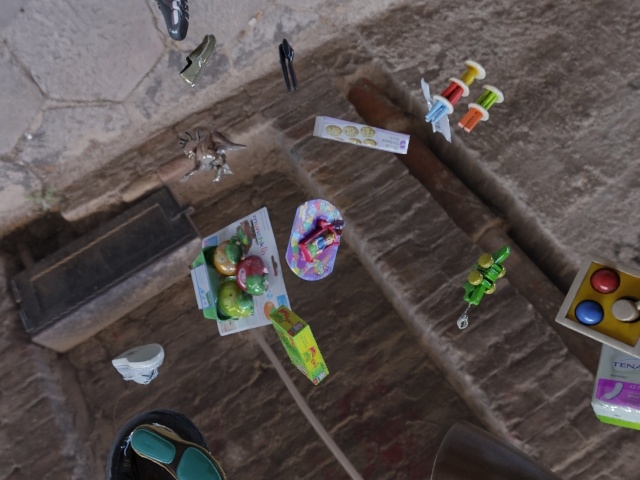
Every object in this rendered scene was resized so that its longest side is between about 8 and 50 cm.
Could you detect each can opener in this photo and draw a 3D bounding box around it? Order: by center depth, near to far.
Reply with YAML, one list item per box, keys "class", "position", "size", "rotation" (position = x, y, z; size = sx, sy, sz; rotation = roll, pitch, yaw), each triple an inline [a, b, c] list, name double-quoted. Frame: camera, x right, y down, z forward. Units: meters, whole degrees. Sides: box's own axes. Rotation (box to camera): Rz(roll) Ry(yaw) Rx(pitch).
- class: "can opener"
  position: [-0.121, -0.629, 1.707]
  size: [0.059, 0.186, 0.073]
  rotation: [-7, -178, 19]

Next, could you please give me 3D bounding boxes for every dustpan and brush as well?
- class: "dustpan and brush"
  position: [0.371, -0.428, 1.537]
  size: [0.060, 0.211, 0.147]
  rotation: [-12, -156, 7]

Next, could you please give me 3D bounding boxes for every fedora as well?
- class: "fedora"
  position: [-0.377, 0.590, 1.200]
  size: [0.334, 0.334, 0.152]
  rotation: [-39, 166, 7]

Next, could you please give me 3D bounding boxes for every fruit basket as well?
- class: "fruit basket"
  position: [-0.244, 0.106, 1.411]
  size: [0.166, 0.326, 0.353]
  rotation: [-7, 171, -42]

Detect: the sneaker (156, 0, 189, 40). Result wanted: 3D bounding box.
- class: "sneaker"
  position: [-0.444, -0.666, 1.248]
  size: [0.163, 0.281, 0.106]
  rotation: [-4, 179, -2]

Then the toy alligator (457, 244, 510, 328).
- class: "toy alligator"
  position: [0.315, 0.087, 0.951]
  size: [0.056, 0.051, 0.189]
  rotation: [32, 90, -29]

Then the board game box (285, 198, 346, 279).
- class: "board game box"
  position: [0.000, 0.000, 0.961]
  size: [0.133, 0.033, 0.168]
  rotation: [18, 83, -42]

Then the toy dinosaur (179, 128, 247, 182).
- class: "toy dinosaur"
  position: [-0.384, -0.312, 1.605]
  size: [0.296, 0.200, 0.127]
  rotation: [-22, 158, 38]

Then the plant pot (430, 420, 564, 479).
- class: "plant pot"
  position: [0.371, 0.501, 0.933]
  size: [0.231, 0.215, 0.215]
  rotation: [4, -169, 42]

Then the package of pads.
- class: "package of pads"
  position: [0.680, 0.243, 0.863]
  size: [0.297, 0.101, 0.229]
  rotation: [-3, -132, 48]

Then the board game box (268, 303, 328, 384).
- class: "board game box"
  position: [-0.046, 0.232, 1.042]
  size: [0.043, 0.092, 0.181]
  rotation: [-38, 134, -21]

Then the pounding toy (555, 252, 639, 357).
- class: "pounding toy"
  position: [0.424, 0.086, 0.648]
  size: [0.100, 0.141, 0.130]
  rotation: [22, 93, -50]

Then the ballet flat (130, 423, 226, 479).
- class: "ballet flat"
  position: [-0.275, 0.436, 0.952]
  size: [0.080, 0.232, 0.073]
  rotation: [-63, 161, -9]

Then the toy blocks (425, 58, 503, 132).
- class: "toy blocks"
  position: [0.299, -0.283, 0.994]
  size: [0.148, 0.123, 0.054]
  rotation: [-48, -158, 0]

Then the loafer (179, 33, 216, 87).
- class: "loafer"
  position: [-0.314, -0.466, 1.206]
  size: [0.050, 0.056, 0.148]
  rotation: [24, 91, -38]

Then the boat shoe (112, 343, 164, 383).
- class: "boat shoe"
  position: [-0.438, 0.310, 1.164]
  size: [0.228, 0.081, 0.079]
  rotation: [-17, -167, 46]

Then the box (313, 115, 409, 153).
- class: "box"
  position: [0.135, -0.337, 1.510]
  size: [0.324, 0.063, 0.067]
  rotation: [6, 101, -27]
